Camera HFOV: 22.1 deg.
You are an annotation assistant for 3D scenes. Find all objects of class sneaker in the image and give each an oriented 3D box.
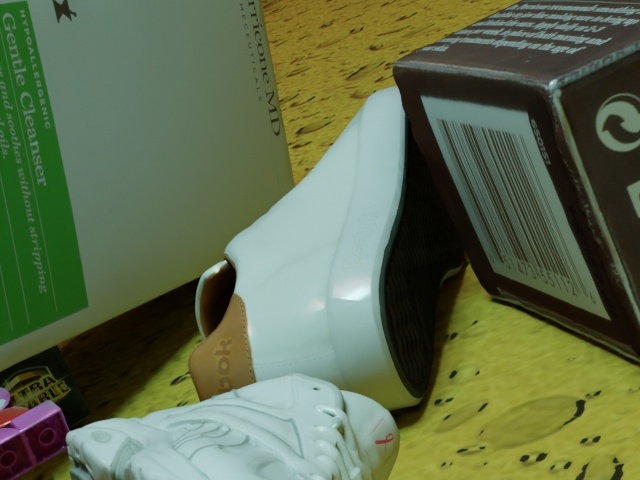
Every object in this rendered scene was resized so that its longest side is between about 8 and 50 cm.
[{"bbox_3d":[0.000,0.000,0.835,0.123,0.106,0.290,-15,18,17],"label":"sneaker"},{"bbox_3d":[-0.014,0.090,0.592,0.115,0.090,0.232,-24,16,-19],"label":"sneaker"}]

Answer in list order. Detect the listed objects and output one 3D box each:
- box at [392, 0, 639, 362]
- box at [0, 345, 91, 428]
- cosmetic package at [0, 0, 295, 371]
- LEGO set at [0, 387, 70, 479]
[{"bbox_3d":[0.247,-0.096,0.756,0.381,0.143,0.191,-28,15,-11],"label":"box"},{"bbox_3d":[-0.251,0.109,0.932,0.175,0.051,0.220,-30,16,-24],"label":"box"},{"bbox_3d":[-0.166,-0.053,0.943,0.155,0.196,0.365,-6,10,27],"label":"cosmetic package"},{"bbox_3d":[-0.212,0.143,0.681,0.227,0.087,0.093,-30,32,-24],"label":"LEGO set"}]
